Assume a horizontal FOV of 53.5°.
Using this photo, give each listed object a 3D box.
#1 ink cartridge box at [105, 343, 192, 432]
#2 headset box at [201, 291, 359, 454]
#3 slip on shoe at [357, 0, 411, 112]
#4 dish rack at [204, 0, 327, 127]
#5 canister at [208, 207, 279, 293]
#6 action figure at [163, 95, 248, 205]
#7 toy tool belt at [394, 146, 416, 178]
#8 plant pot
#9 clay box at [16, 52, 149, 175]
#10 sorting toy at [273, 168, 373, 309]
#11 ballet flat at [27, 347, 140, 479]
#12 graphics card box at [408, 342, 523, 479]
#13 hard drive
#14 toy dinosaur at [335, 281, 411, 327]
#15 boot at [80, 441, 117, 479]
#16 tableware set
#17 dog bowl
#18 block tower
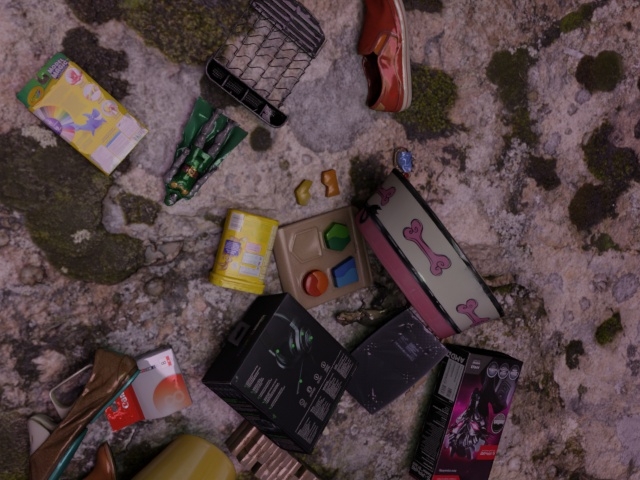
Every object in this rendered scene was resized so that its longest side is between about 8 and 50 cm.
[{"bbox_3d":[-0.388,0.327,1.388,0.179,0.045,0.146,-22,106,-21],"label":"ink cartridge box"},{"bbox_3d":[-0.089,0.288,1.417,0.283,0.131,0.246,46,57,-23],"label":"headset box"},{"bbox_3d":[0.135,-0.455,1.454,0.101,0.123,0.332,-14,108,-17],"label":"slip on shoe"},{"bbox_3d":[-0.108,-0.406,1.376,0.208,0.074,0.272,35,84,-25],"label":"dish rack"},{"bbox_3d":[-0.168,0.024,1.418,0.126,0.073,0.170,14,91,-24],"label":"canister"},{"bbox_3d":[-0.264,-0.171,1.356,0.137,0.063,0.232,33,88,-27],"label":"action figure"},{"bbox_3d":[0.210,-0.189,1.558,0.052,0.051,0.083,-18,105,-20],"label":"toy tool belt"},{"bbox_3d":[-0.305,0.556,1.338,0.254,0.253,0.239,58,40,-20],"label":"plant pot"},{"bbox_3d":[-0.468,-0.248,1.258,0.222,0.053,0.127,44,81,-21],"label":"clay box"},{"bbox_3d":[0.000,0.000,1.503,0.228,0.041,0.308,-18,105,-20],"label":"sorting toy"},{"bbox_3d":[-0.518,0.363,1.306,0.124,0.116,0.342,37,88,-3],"label":"ballet flat"},{"bbox_3d":[0.392,0.473,1.700,0.232,0.094,0.371,16,91,-34],"label":"graphics card box"},{"bbox_3d":[0.168,0.293,1.562,0.254,0.054,0.172,-43,102,10],"label":"hard drive"},{"bbox_3d":[0.167,0.177,1.585,0.268,0.064,0.118,12,111,-18],"label":"toy dinosaur"},{"bbox_3d":[-0.512,0.534,1.353,0.152,0.073,0.197,-3,97,-19],"label":"boot"},{"bbox_3d":[0.279,0.306,1.654,0.194,0.039,0.128,-32,110,-26],"label":"tableware set"},{"bbox_3d":[0.230,0.043,1.431,0.150,0.408,0.408,-36,111,7],"label":"dog bowl"},{"bbox_3d":[-0.077,0.567,1.532,0.097,0.091,0.335,-48,112,-9],"label":"block tower"}]
